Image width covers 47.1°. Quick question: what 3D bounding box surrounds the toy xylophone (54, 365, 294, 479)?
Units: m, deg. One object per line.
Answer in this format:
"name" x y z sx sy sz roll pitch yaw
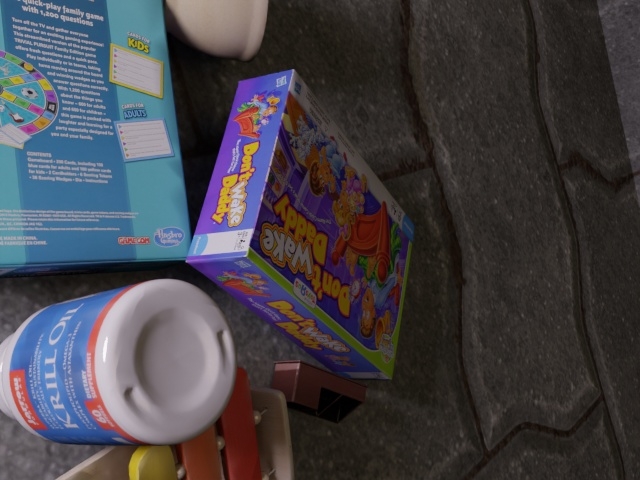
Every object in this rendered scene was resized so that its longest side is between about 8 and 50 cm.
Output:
"toy xylophone" -0.146 0.267 0.664 0.322 0.081 0.236 -37 126 -44

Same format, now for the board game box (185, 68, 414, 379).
"board game box" 0.000 0.000 0.888 0.347 0.078 0.233 45 49 -48

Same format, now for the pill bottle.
"pill bottle" -0.184 0.106 0.608 0.124 0.221 0.124 16 67 -44

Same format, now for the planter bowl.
"planter bowl" -0.133 -0.287 0.837 0.109 0.162 0.162 -5 82 -22

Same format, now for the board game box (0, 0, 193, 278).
"board game box" -0.261 -0.136 0.697 0.253 0.079 0.336 0 80 -48

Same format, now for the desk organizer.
"desk organizer" -0.001 0.191 0.917 0.130 0.047 0.050 28 62 -40
